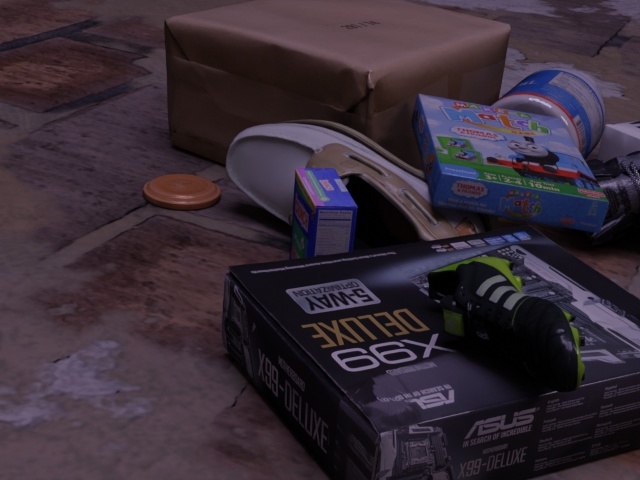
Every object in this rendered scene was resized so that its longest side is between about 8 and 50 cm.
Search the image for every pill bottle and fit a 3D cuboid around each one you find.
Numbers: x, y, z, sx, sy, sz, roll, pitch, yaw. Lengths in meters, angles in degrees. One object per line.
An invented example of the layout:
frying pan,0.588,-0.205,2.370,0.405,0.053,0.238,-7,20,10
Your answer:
pill bottle,0.271,-0.138,1.386,0.124,0.124,0.221,15,24,20

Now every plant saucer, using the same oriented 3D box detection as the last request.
plant saucer,-0.149,-0.054,1.242,0.083,0.013,0.083,5,24,-2

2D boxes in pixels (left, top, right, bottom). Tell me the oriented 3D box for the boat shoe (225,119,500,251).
boat shoe,0.022,-0.043,1.131,0.302,0.113,0.103,19,22,27

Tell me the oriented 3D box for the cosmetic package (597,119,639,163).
cosmetic package,0.455,-0.083,1.379,0.099,0.060,0.239,-13,30,-34

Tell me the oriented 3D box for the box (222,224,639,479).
box,0.109,0.086,0.902,0.307,0.076,0.242,-7,28,-27

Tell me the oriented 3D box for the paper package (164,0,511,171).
paper package,0.023,-0.188,1.393,0.309,0.168,0.325,21,29,31

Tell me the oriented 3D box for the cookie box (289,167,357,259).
cookie box,0.000,0.000,1.034,0.040,0.107,0.092,0,24,-13

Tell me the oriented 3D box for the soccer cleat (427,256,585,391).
soccer cleat,0.127,0.060,0.810,0.072,0.060,0.179,-9,21,-11

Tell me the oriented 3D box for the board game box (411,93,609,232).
board game box,0.179,-0.081,1.140,0.160,0.039,0.211,9,26,-6

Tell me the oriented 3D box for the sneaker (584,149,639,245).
sneaker,0.346,-0.055,1.174,0.153,0.101,0.268,-17,-3,-20
